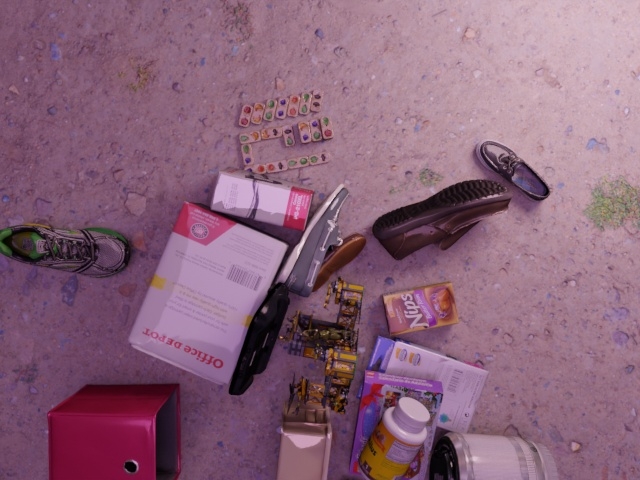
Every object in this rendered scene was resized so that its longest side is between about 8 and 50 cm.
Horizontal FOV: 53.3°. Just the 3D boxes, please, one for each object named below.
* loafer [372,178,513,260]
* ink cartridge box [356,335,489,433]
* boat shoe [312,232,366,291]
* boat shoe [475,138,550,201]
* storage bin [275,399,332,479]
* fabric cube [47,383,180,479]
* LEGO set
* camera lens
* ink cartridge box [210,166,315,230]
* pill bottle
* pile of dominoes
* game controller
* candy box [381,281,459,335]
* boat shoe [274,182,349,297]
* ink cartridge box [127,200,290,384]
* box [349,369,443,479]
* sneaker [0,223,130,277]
[{"bbox_3d":[0.321,-0.050,1.655,0.365,0.134,0.130,-18,115,11],"label":"loafer"},{"bbox_3d":[0.267,0.378,1.690,0.310,0.065,0.186,18,95,-3],"label":"ink cartridge box"},{"bbox_3d":[0.024,0.045,1.674,0.207,0.073,0.073,-38,51,-4],"label":"boat shoe"},{"bbox_3d":[0.505,-0.183,1.659,0.228,0.076,0.080,43,92,-2],"label":"boat shoe"},{"bbox_3d":[-0.049,0.562,1.600,0.123,0.260,0.263,6,93,-1],"label":"storage bin"},{"bbox_3d":[-0.506,0.515,1.602,0.257,0.259,0.254,1,93,0],"label":"fabric cube"},{"bbox_3d":[-0.012,0.249,1.564,0.191,0.255,0.332,10,50,0],"label":"LEGO set"},{"bbox_3d":[0.428,0.604,1.610,0.274,0.219,0.220,6,92,-8],"label":"camera lens"},{"bbox_3d":[-0.141,-0.108,1.613,0.237,0.172,0.100,13,100,0],"label":"ink cartridge box"},{"bbox_3d":[0.183,0.492,1.560,0.117,0.117,0.215,25,110,-1],"label":"pill bottle"},{"bbox_3d":[-0.094,-0.284,1.676,0.250,0.040,0.196,-11,92,0],"label":"pile of dominoes"},{"bbox_3d":[-0.156,0.248,1.574,0.067,0.166,0.319,32,129,15],"label":"game controller"},{"bbox_3d":[0.263,0.180,1.688,0.186,0.053,0.109,-11,93,2],"label":"candy box"},{"bbox_3d":[0.000,0.000,1.630,0.099,0.116,0.320,33,71,-6],"label":"boat shoe"},{"bbox_3d":[-0.281,0.129,1.633,0.279,0.160,0.385,24,92,-1],"label":"ink cartridge box"},{"bbox_3d":[0.192,0.487,1.652,0.200,0.057,0.294,8,111,2],"label":"box"},{"bbox_3d":[-0.662,0.030,1.640,0.343,0.146,0.134,4,92,-1],"label":"sneaker"}]
